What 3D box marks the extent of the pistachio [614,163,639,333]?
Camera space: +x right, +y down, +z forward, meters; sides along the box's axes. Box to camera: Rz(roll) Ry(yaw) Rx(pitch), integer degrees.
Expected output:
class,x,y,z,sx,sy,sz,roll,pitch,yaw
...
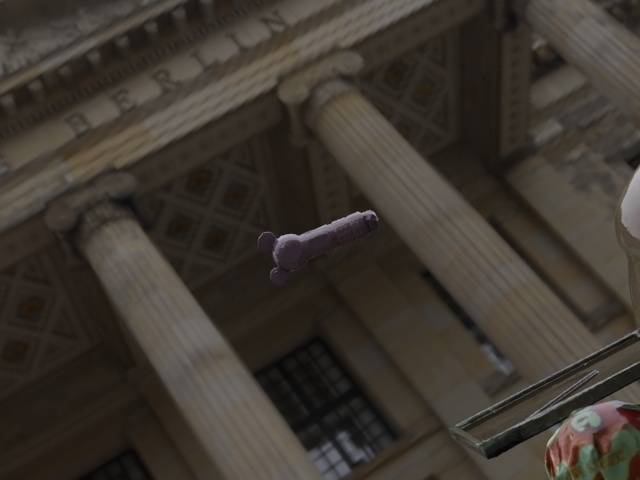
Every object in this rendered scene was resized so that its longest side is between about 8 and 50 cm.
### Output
class,x,y,z,sx,sy,sz,roll,pitch,yaw
pistachio,0.360,-0.028,0.904,0.332,0.208,0.226,-33,-28,-19

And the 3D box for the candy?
class,x,y,z,sx,sy,sz,roll,pitch,yaw
candy,0.245,0.231,0.794,0.084,0.287,0.078,-30,-15,-11

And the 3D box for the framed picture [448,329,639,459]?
class,x,y,z,sx,sy,sz,roll,pitch,yaw
framed picture,0.266,0.156,1.334,0.260,0.023,0.189,-27,0,-6

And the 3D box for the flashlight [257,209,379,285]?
class,x,y,z,sx,sy,sz,roll,pitch,yaw
flashlight,0.000,0.000,1.129,0.110,0.052,0.031,-22,4,-5
